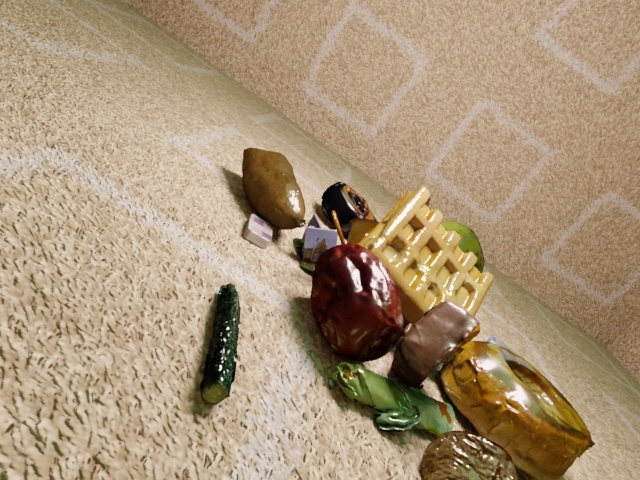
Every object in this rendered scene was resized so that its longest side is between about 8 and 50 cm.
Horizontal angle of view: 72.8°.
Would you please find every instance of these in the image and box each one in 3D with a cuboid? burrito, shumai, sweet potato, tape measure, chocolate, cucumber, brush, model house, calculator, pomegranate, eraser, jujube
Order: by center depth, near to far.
[{"bbox_3d":[-0.143,0.138,0.651,0.044,0.043,0.257,35,17,-21],"label":"cucumber"},{"bbox_3d":[0.242,0.379,0.697,0.105,0.139,0.123,60,33,-38],"label":"shumai"},{"bbox_3d":[0.141,0.296,0.767,0.288,0.054,0.104,30,21,-22],"label":"burrito"},{"bbox_3d":[0.210,0.202,0.844,0.093,0.148,0.214,41,-22,22],"label":"chocolate"},{"bbox_3d":[0.070,0.115,0.864,0.183,0.183,0.243,22,23,-36],"label":"jujube"},{"bbox_3d":[-0.150,-0.023,1.051,0.065,0.026,0.105,33,18,-18],"label":"eraser"},{"bbox_3d":[0.060,0.017,1.058,0.314,0.017,0.090,66,10,-59],"label":"brush"},{"bbox_3d":[0.000,0.000,1.110,0.117,0.088,0.167,7,26,-13],"label":"model house"},{"bbox_3d":[-0.129,-0.133,1.186,0.157,0.158,0.370,24,29,-34],"label":"sweet potato"},{"bbox_3d":[0.629,0.397,1.413,0.210,0.039,0.121,42,21,14],"label":"calculator"},{"bbox_3d":[0.366,0.062,1.474,0.284,0.285,0.340,19,-1,-43],"label":"pomegranate"},{"bbox_3d":[0.100,-0.104,1.523,0.202,0.135,0.223,36,22,-31],"label":"tape measure"}]

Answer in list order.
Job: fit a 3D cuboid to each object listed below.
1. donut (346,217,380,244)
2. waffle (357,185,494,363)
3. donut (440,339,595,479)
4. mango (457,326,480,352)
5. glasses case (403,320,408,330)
[{"bbox_3d":[0.192,0.047,1.238,0.277,0.109,0.277,25,-11,5],"label":"donut"},{"bbox_3d":[0.262,0.075,1.056,0.348,0.077,0.304,50,51,-7],"label":"waffle"},{"bbox_3d":[0.435,0.360,0.966,0.329,0.160,0.330,26,26,-14],"label":"donut"},{"bbox_3d":[0.343,0.204,1.233,0.154,0.126,0.252,37,14,-38],"label":"mango"},{"bbox_3d":[0.246,0.210,1.133,0.079,0.064,0.234,28,22,-25],"label":"glasses case"}]
